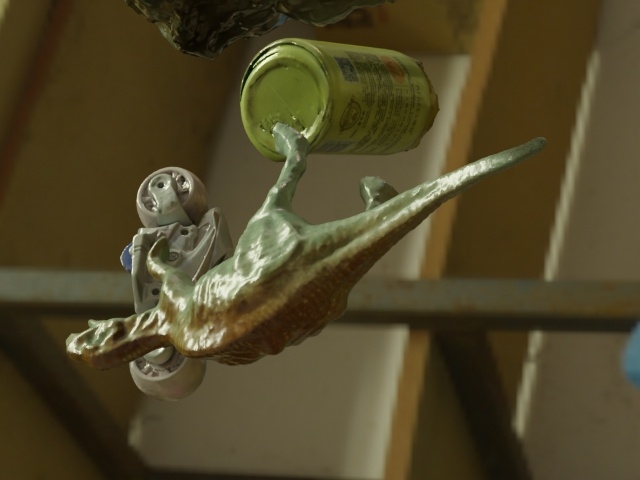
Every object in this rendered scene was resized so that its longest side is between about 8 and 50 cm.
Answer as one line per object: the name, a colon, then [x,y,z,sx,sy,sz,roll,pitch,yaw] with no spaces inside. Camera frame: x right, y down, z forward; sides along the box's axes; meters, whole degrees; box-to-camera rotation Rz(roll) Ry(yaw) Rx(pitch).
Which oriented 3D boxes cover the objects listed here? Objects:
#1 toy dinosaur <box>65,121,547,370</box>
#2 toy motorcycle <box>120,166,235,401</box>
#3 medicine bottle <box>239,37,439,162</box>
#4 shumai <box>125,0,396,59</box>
toy dinosaur: [0.000,0.000,1.198,0.092,0.393,0.205,59,-140,-29]
toy motorcycle: [-0.133,0.036,1.665,0.112,0.112,0.254,65,-162,-55]
medicine bottle: [0.025,-0.145,1.773,0.239,0.124,0.124,-6,-85,-59]
shumai: [0.019,-0.263,1.029,0.304,0.263,0.309,-13,-75,-84]
